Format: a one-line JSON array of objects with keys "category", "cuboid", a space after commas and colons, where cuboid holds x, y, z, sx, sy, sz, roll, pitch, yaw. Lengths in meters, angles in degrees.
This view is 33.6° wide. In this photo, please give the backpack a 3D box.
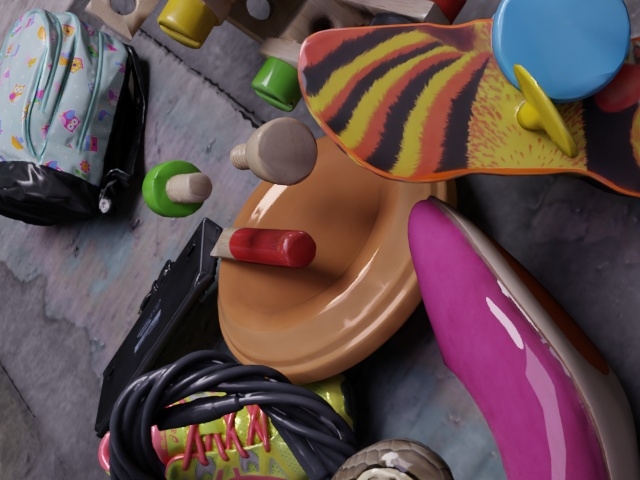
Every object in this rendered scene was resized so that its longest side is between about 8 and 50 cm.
[{"category": "backpack", "cuboid": [-0.235, -0.112, 0.943, 0.152, 0.115, 0.182, -1, 72, 43]}]

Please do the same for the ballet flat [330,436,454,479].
[{"category": "ballet flat", "cuboid": [-0.001, 0.217, 0.628, 0.084, 0.058, 0.250, 42, 118, 17]}]

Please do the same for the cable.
[{"category": "cable", "cuboid": [-0.044, 0.146, 0.675, 0.184, 0.047, 0.150, 16, 110, 4]}]

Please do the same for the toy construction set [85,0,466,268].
[{"category": "toy construction set", "cuboid": [-0.061, -0.140, 0.731, 0.237, 0.257, 0.309, 1, 84, 64]}]

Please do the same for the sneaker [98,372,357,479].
[{"category": "sneaker", "cuboid": [-0.068, 0.137, 0.727, 0.208, 0.094, 0.081, -26, 59, 31]}]

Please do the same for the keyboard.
[{"category": "keyboard", "cuboid": [-0.125, 0.063, 0.824, 0.180, 0.023, 0.108, -53, 23, 27]}]

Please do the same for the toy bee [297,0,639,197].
[{"category": "toy bee", "cuboid": [0.143, -0.068, 0.573, 0.298, 0.195, 0.162, -12, 92, 26]}]

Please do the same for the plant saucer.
[{"category": "plant saucer", "cuboid": [0.000, 0.000, 0.718, 0.200, 0.037, 0.200, -28, 42, 29]}]

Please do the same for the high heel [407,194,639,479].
[{"category": "high heel", "cuboid": [0.096, 0.155, 0.552, 0.181, 0.127, 0.377, -38, 56, 16]}]
